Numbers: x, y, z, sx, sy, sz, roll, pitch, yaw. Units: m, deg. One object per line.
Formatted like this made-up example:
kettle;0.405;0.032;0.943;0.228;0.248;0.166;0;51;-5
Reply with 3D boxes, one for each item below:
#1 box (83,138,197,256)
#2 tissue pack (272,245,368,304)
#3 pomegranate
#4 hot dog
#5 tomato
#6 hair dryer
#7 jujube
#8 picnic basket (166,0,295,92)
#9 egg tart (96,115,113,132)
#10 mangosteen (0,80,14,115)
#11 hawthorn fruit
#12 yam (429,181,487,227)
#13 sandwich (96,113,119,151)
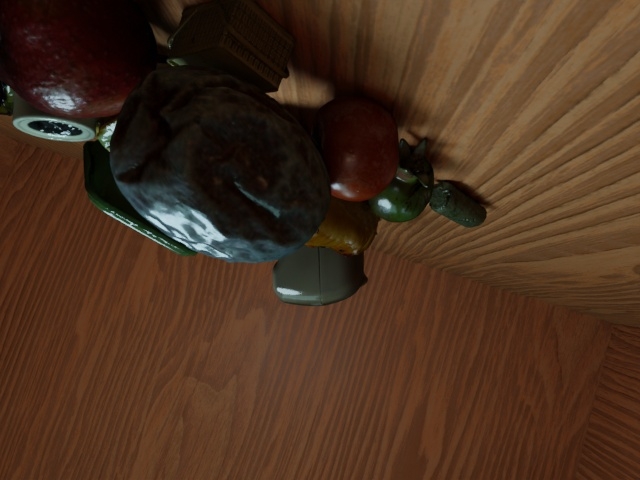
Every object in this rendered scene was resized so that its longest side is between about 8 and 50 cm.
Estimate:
box;-0.340;-0.140;0.968;0.253;0.178;0.328;39;-172;-39
tissue pack;0.000;0.000;1.364;0.277;0.386;0.267;-4;170;6
pomegranate;0.168;-0.123;0.910;0.131;0.151;0.191;15;154;1
hot dog;-0.033;-0.116;1.039;0.366;0.196;0.367;12;-148;-48
tomato;0.056;-0.154;0.788;0.152;0.186;0.187;-7;-177;-18
hair dryer;-0.341;-0.283;0.818;0.362;0.203;0.128;1;174;-9
jujube;-0.139;-0.102;0.653;0.308;0.246;0.215;48;171;-36
picnic basket;-0.128;-0.270;0.648;0.164;0.079;0.115;12;171;42
egg tart;-0.525;-0.324;1.098;0.342;0.132;0.341;17;176;1
mangosteen;-0.822;-0.366;0.992;0.288;0.287;0.288;18;175;2
hawthorn fruit;-0.333;-0.276;0.665;0.230;0.210;0.266;3;-177;43
yam;0.328;-0.083;1.098;0.179;0.078;0.078;18;176;-43
sandwich;-0.261;-0.208;0.790;0.187;0.144;0.117;-22;122;19
